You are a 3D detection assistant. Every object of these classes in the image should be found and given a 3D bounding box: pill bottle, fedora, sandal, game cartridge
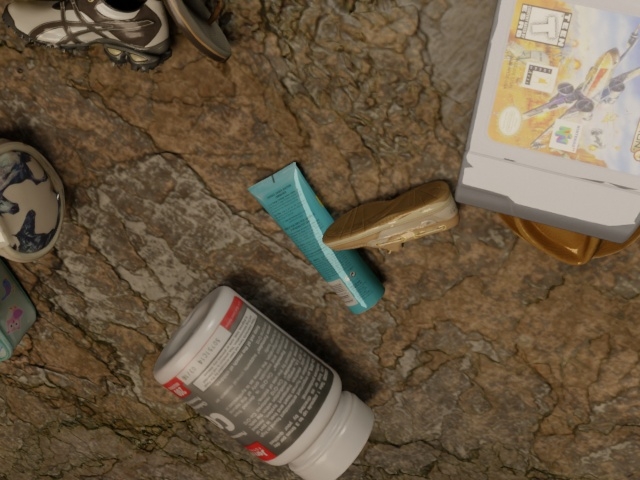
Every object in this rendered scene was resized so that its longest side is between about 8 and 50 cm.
[{"bbox_3d":[-0.075,0.207,1.346,0.283,0.161,0.161,40,135,-11],"label":"pill bottle"},{"bbox_3d":[0.257,-0.038,1.022,0.194,0.079,0.194,13,135,14],"label":"fedora"},{"bbox_3d":[-0.137,-0.284,0.999,0.060,0.090,0.219,-18,115,11],"label":"sandal"},{"bbox_3d":[0.247,-0.147,0.890,0.198,0.062,0.297,17,118,16],"label":"game cartridge"}]

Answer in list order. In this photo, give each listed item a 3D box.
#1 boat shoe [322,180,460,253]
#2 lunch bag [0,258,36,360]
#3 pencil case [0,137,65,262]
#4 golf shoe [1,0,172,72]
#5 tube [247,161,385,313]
[{"bbox_3d":[0.083,-0.013,1.134,0.170,0.063,0.059,-18,122,29],"label":"boat shoe"},{"bbox_3d":[-0.600,0.097,1.536,0.279,0.108,0.224,-1,129,26],"label":"lunch bag"},{"bbox_3d":[-0.547,-0.049,1.325,0.410,0.183,0.160,1,129,24],"label":"pencil case"},{"bbox_3d":[-0.258,-0.256,1.083,0.198,0.077,0.094,13,124,5],"label":"golf shoe"},{"bbox_3d":[0.000,0.000,1.206,0.080,0.052,0.207,-29,109,30],"label":"tube"}]
